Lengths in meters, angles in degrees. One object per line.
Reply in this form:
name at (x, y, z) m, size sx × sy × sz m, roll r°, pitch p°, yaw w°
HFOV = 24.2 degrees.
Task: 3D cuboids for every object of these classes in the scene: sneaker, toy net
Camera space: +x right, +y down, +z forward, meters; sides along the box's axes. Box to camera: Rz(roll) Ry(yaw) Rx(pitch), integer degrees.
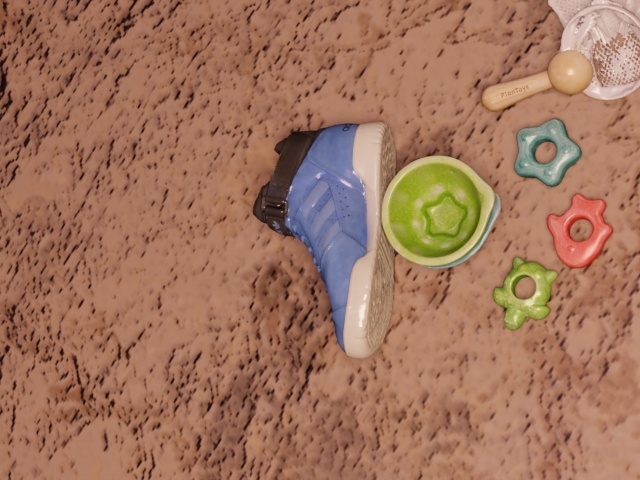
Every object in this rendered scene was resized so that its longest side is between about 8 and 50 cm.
sneaker at (0.000, 0.000, 0.936) m, size 0.084 × 0.058 × 0.152 m, roll -2°, pitch 76°, yaw 18°
toy net at (0.142, -0.067, 0.898) m, size 0.122 × 0.045 × 0.232 m, roll 36°, pitch 95°, yaw 25°
